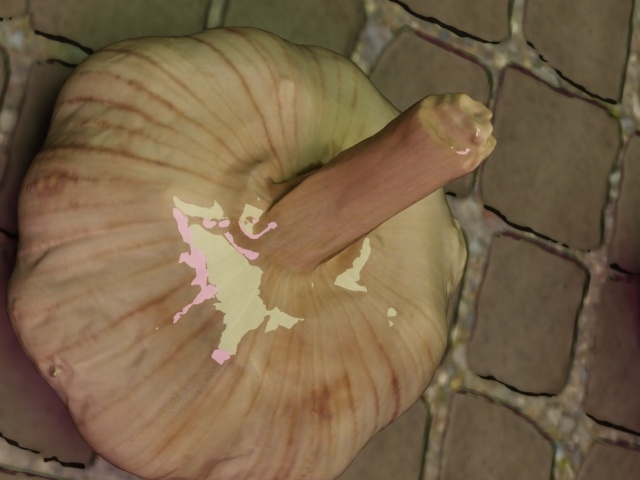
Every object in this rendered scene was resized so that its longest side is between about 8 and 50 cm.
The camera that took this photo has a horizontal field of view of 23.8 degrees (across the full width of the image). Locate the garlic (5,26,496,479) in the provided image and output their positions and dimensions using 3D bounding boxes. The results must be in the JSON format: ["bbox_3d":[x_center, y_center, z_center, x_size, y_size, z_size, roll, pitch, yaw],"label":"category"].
[{"bbox_3d":[0.000,0.000,0.576,0.199,0.226,0.199,8,75,-32],"label":"garlic"}]
